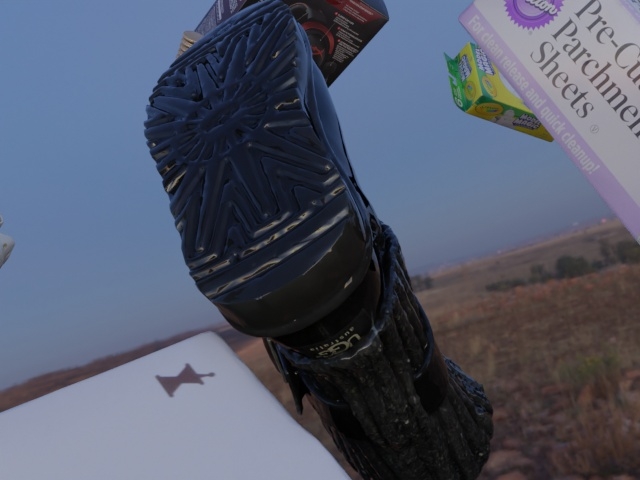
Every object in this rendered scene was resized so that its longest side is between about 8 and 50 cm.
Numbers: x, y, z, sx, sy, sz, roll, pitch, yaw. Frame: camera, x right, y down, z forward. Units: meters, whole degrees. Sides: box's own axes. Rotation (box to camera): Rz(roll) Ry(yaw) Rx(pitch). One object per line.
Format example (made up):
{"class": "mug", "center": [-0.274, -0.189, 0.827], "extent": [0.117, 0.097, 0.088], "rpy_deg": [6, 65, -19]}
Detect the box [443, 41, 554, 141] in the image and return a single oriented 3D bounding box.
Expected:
{"class": "box", "center": [0.255, -0.209, 1.085], "extent": [0.179, 0.105, 0.043], "rpy_deg": [11, -36, -24]}

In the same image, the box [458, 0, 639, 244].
{"class": "box", "center": [0.189, -0.003, 0.352], "extent": [0.067, 0.324, 0.063], "rpy_deg": [-43, -15, 34]}

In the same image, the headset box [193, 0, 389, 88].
{"class": "headset box", "center": [-0.048, -0.355, 1.277], "extent": [0.218, 0.110, 0.293], "rpy_deg": [22, -51, -33]}

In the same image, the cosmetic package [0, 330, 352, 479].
{"class": "cosmetic package", "center": [-0.056, 0.306, 0.421], "extent": [0.161, 0.453, 0.230], "rpy_deg": [-20, 36, -27]}

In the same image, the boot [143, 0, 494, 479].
{"class": "boot", "center": [-0.003, 0.003, 0.581], "extent": [0.131, 0.348, 0.260], "rpy_deg": [-27, -47, 12]}

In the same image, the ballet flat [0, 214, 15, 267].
{"class": "ballet flat", "center": [-0.500, -0.017, 1.117], "extent": [0.107, 0.316, 0.106], "rpy_deg": [-46, -37, 22]}

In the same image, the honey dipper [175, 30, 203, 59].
{"class": "honey dipper", "center": [-0.186, -0.198, 1.028], "extent": [0.030, 0.030, 0.161], "rpy_deg": [-13, -40, -41]}
